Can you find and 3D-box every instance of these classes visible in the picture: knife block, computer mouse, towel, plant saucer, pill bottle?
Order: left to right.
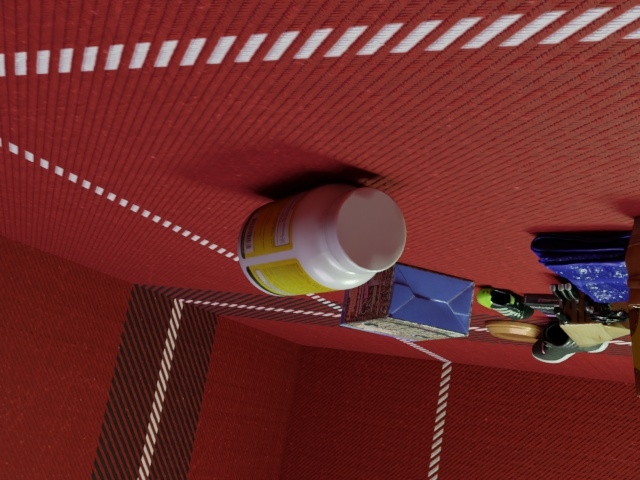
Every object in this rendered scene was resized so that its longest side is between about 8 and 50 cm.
[{"bbox_3d":[0.000,0.000,1.514,0.188,0.187,0.334,17,166,-28],"label":"pill bottle"},{"bbox_3d":[0.619,0.289,2.658,0.200,0.037,0.200,9,167,2],"label":"plant saucer"},{"bbox_3d":[0.599,0.168,1.979,0.242,0.088,0.275,11,160,-14],"label":"knife block"},{"bbox_3d":[0.567,0.060,1.612,0.228,0.076,0.308,-1,164,41],"label":"towel"},{"bbox_3d":[0.686,0.144,1.840,0.242,0.041,0.071,-7,-169,-27],"label":"computer mouse"}]

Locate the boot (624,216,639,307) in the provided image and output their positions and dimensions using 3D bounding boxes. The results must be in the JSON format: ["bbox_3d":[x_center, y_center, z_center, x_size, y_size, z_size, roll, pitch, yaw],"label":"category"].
[{"bbox_3d":[0.592,0.045,1.351,0.197,0.152,0.073,3,165,27],"label":"boot"}]

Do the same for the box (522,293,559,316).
[{"bbox_3d":[0.607,0.170,2.166,0.116,0.029,0.162,-1,162,40],"label":"box"}]

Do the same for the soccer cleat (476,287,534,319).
[{"bbox_3d":[0.483,0.162,2.160,0.179,0.060,0.072,18,163,-22],"label":"soccer cleat"}]

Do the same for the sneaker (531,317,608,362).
[{"bbox_3d":[0.685,0.286,2.469,0.147,0.104,0.296,17,159,-22],"label":"sneaker"}]

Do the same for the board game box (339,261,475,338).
[{"bbox_3d":[0.218,0.164,2.174,0.232,0.141,0.291,14,166,-18],"label":"board game box"}]

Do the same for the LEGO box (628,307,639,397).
[{"bbox_3d":[0.847,0.181,1.538,0.373,0.193,0.500,-1,168,-3],"label":"LEGO box"}]
